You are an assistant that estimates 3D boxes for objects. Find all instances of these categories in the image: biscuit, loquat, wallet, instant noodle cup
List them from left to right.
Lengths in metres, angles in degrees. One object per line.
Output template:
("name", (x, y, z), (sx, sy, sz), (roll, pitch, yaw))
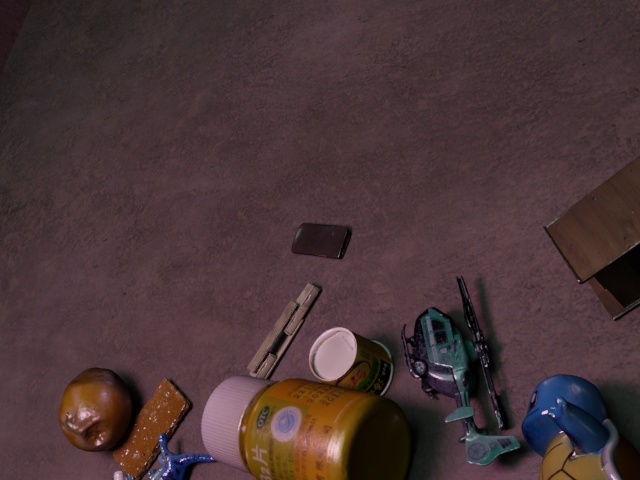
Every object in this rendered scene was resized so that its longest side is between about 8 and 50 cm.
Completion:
("loquat", (-0.547, 0.409, 2.161), (0.179, 0.179, 0.227), (-46, 27, 8))
("biscuit", (-0.404, 0.451, 2.123), (0.231, 0.025, 0.131), (-55, 43, 0))
("wallet", (0.000, 0.000, 2.072), (0.156, 0.018, 0.082), (5, 69, 41))
("instant noodle cup", (0.055, 0.252, 1.798), (0.151, 0.122, 0.151), (-18, 56, 28))

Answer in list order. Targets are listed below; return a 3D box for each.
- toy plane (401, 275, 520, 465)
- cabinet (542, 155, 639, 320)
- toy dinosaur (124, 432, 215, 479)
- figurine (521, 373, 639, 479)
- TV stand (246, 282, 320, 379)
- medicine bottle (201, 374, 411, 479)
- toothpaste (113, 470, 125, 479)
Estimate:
("toy plane", (0.252, 0.248, 1.660), (0.155, 0.106, 0.382), (-21, 46, 14))
("cabinet", (0.529, -0.005, 1.527), (0.215, 0.175, 0.148), (-38, 46, 16))
("toy dinosaur", (-0.357, 0.534, 2.002), (0.329, 0.076, 0.144), (-40, 52, -1))
("figurine", (0.416, 0.387, 1.354), (0.243, 0.298, 0.416), (-20, 47, -15))
("TV stand", (-0.082, 0.204, 2.000), (0.249, 0.042, 0.036), (-57, 24, -7))
("medicine bottle", (-0.036, 0.380, 1.721), (0.384, 0.224, 0.224), (5, 68, 41))
("toothpaste", (-0.455, 0.627, 2.051), (0.048, 0.031, 0.190), (-28, 58, 24))
